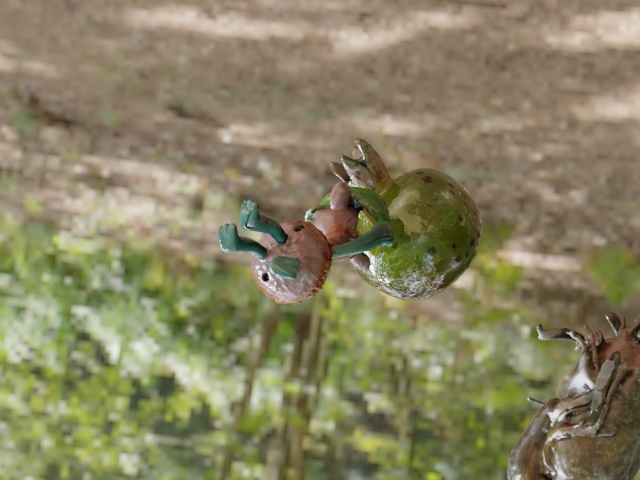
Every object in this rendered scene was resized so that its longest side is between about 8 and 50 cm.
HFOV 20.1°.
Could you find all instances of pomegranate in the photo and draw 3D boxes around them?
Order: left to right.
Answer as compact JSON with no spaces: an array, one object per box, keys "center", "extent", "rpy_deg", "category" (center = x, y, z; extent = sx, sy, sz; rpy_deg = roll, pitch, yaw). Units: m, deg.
[{"center":[0.070,-0.015,1.689],"extent":[0.159,0.129,0.129],"rpy_deg":[25,171,-1],"category":"pomegranate"}]

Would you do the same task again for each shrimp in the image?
[{"center":[0.291,0.144,1.840],"extent":[0.116,0.343,0.145],"rpy_deg":[28,177,-34],"category":"shrimp"}]

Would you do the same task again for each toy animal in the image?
[{"center":[0.000,0.000,1.530],"extent":[0.103,0.100,0.208],"rpy_deg":[-9,179,29],"category":"toy animal"}]
